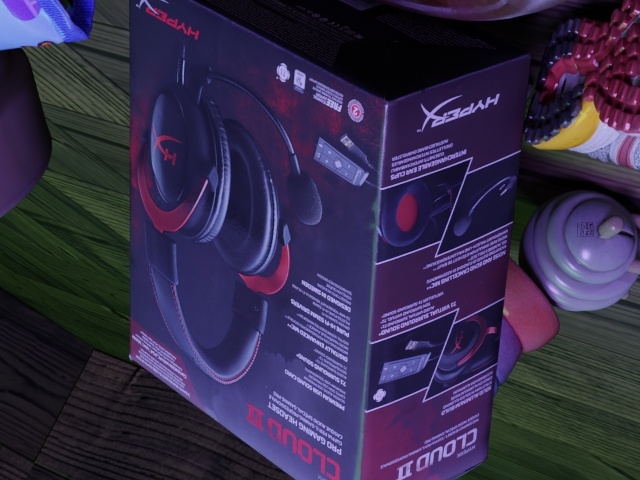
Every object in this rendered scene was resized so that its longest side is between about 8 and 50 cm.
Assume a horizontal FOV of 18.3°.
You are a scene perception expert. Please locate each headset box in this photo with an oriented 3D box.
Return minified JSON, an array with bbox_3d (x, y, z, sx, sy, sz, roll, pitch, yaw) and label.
[{"bbox_3d":[-0.005,0.001,1.132,0.218,0.110,0.293,32,131,40],"label":"headset box"}]

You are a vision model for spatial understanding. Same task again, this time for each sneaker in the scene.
[{"bbox_3d":[0.182,-0.080,0.982,0.092,0.088,0.225,17,176,-13],"label":"sneaker"}]

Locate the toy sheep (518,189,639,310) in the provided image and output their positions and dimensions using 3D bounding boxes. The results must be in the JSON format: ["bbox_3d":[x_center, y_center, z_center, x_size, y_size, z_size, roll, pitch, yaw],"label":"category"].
[{"bbox_3d":[0.179,0.006,1.339,0.091,0.091,0.132,27,155,-2],"label":"toy sheep"}]

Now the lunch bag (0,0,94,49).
[{"bbox_3d":[-0.255,-0.203,0.864,0.221,0.138,0.293,-4,151,28],"label":"lunch bag"}]

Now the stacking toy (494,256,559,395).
[{"bbox_3d":[0.000,0.000,1.395,0.309,0.130,0.279,47,170,-15],"label":"stacking toy"}]

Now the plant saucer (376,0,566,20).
[{"bbox_3d":[0.003,-0.188,0.957,0.310,0.050,0.310,27,169,6],"label":"plant saucer"}]

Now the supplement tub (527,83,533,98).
[{"bbox_3d":[0.067,-0.087,1.204,0.107,0.071,0.071,27,169,4],"label":"supplement tub"}]

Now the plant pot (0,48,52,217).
[{"bbox_3d":[-0.348,-0.152,1.225,0.323,0.323,0.280,17,125,41],"label":"plant pot"}]
